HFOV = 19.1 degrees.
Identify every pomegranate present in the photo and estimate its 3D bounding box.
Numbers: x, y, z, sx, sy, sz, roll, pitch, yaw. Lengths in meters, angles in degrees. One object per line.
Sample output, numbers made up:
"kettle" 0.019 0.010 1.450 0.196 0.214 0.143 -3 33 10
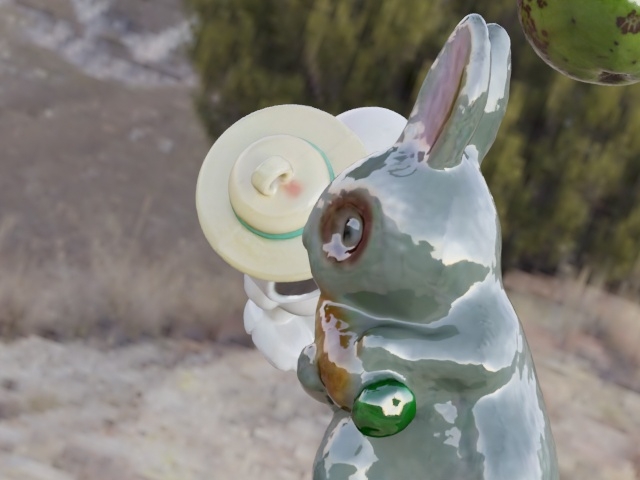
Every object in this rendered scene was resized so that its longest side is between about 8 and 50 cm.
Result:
"pomegranate" 0.320 -0.294 2.081 0.214 0.248 0.214 -1 -15 0

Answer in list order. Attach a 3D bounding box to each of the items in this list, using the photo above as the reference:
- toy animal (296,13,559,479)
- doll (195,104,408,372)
"toy animal" 0.043 0.029 0.835 0.108 0.236 0.138 -7 -7 20
"doll" -0.017 0.012 1.475 0.208 0.271 0.144 -20 60 -42
